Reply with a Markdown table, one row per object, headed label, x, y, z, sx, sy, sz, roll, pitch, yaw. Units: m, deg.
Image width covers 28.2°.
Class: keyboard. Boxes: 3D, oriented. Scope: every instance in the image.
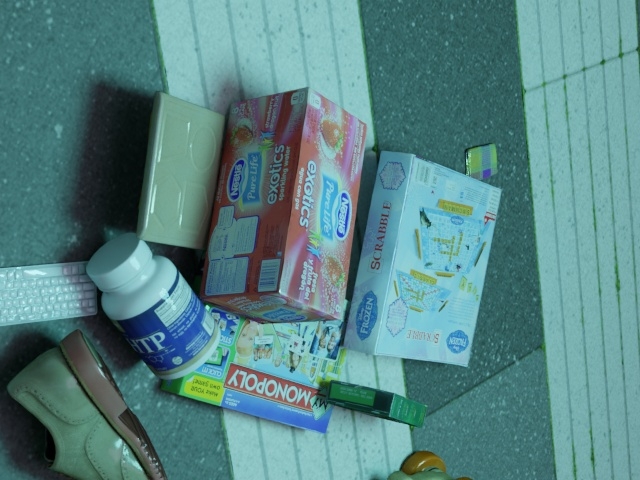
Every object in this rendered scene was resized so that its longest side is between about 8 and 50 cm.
| label | x | y | z | sx | sy | sz | roll | pitch | yaw |
| --- | --- | --- | --- | --- | --- | --- | --- | --- | --- |
| keyboard | -0.388 | 0.069 | 1.595 | 0.256 | 0.014 | 0.072 | -5 | 100 | -45 |

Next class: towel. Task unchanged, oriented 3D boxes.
| label | x | y | z | sx | sy | sz | roll | pitch | yaw |
| --- | --- | --- | --- | --- | --- | --- | --- | --- | --- |
| towel | 0.283 | -0.138 | 2.246 | 0.083 | 0.009 | 0.060 | -19 | 109 | -43 |

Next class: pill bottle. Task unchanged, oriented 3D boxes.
| label | x | y | z | sx | sy | sz | roll | pitch | yaw |
| --- | --- | --- | --- | --- | --- | --- | --- | --- | --- |
| pill bottle | -0.225 | 0.085 | 1.691 | 0.112 | 0.112 | 0.186 | -50 | 124 | -27 |

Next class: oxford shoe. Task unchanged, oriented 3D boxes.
| label | x | y | z | sx | sy | sz | roll | pitch | yaw |
| --- | --- | --- | --- | --- | --- | --- | --- | --- | --- |
| oxford shoe | -0.295 | 0.273 | 1.678 | 0.130 | 0.123 | 0.348 | -29 | 121 | -9 |

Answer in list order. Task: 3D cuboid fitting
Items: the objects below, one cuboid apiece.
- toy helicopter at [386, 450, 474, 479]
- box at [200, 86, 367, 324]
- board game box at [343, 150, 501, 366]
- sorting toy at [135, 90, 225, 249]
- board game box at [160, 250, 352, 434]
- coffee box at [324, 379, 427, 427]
| label | x | y | z | sx | sy | sz | roll | pitch | yaw |
| --- | --- | --- | --- | --- | --- | --- | --- | --- | --- |
| toy helicopter | 0.100 | 0.498 | 2.113 | 0.355 | 0.140 | 0.235 | -3 | 108 | -35 |
| box | -0.050 | -0.043 | 1.779 | 0.142 | 0.154 | 0.299 | 27 | 64 | -47 |
| board game box | 0.174 | 0.039 | 2.091 | 0.319 | 0.066 | 0.318 | 15 | 85 | -55 |
| sorting toy | -0.191 | -0.090 | 1.707 | 0.208 | 0.038 | 0.193 | 13 | 84 | -70 |
| board game box | -0.080 | 0.156 | 1.902 | 0.317 | 0.046 | 0.213 | 23 | 79 | -45 |
| coffee box | 0.090 | 0.257 | 2.005 | 0.184 | 0.113 | 0.040 | 32 | 70 | -64 |
